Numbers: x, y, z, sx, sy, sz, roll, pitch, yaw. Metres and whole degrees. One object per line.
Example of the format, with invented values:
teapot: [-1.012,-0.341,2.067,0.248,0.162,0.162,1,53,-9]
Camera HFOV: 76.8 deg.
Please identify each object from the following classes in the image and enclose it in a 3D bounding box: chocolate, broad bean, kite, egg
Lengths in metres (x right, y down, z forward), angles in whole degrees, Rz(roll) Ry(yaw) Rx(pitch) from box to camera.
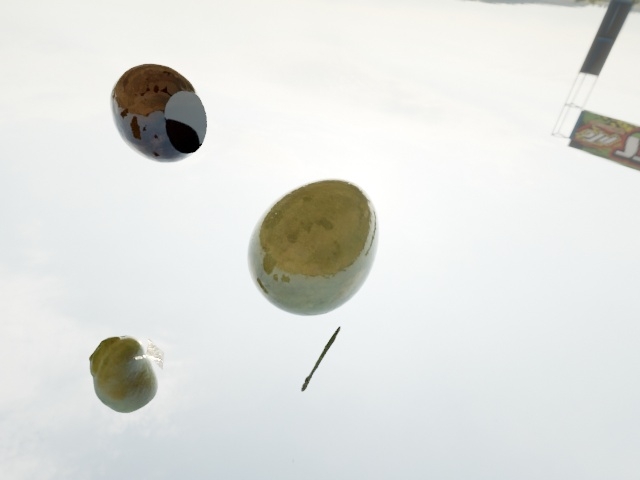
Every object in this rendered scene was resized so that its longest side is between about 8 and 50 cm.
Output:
chocolate: [-0.287,-0.219,0.694,0.177,0.176,0.176,5,-145,-3]
broad bean: [-0.425,0.288,0.874,0.124,0.174,0.082,-20,-174,-40]
kite: [-0.222,0.156,0.532,0.002,0.044,0.078,-30,-169,-2]
egg: [0.000,0.000,0.731,0.219,0.218,0.295,24,-129,22]

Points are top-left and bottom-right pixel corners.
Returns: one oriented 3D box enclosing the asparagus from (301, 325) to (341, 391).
asparagus: [0.000,0.247,0.837,0.016,0.166,0.013,27,-171,-22]
